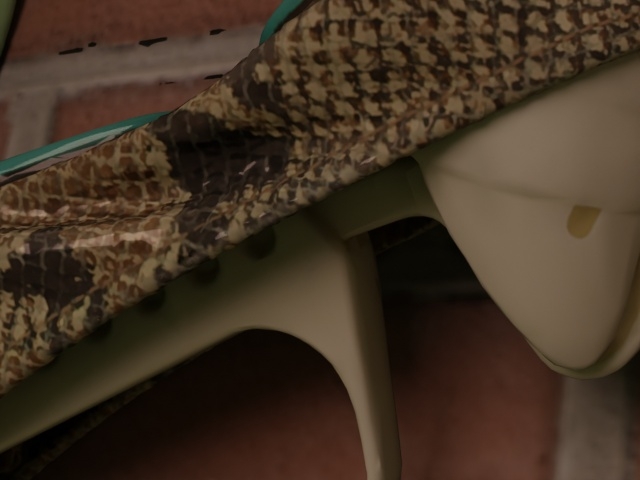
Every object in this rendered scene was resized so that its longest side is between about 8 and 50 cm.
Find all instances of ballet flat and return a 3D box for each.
[{"bbox_3d":[0.000,0.000,0.604,0.482,0.164,0.182,-30,76,19],"label":"ballet flat"}]

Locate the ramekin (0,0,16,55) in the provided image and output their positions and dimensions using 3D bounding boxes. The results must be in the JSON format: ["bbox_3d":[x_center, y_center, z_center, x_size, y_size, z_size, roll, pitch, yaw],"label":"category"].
[{"bbox_3d":[-0.277,-0.146,0.729,0.148,0.303,0.303,0,65,36],"label":"ramekin"}]
